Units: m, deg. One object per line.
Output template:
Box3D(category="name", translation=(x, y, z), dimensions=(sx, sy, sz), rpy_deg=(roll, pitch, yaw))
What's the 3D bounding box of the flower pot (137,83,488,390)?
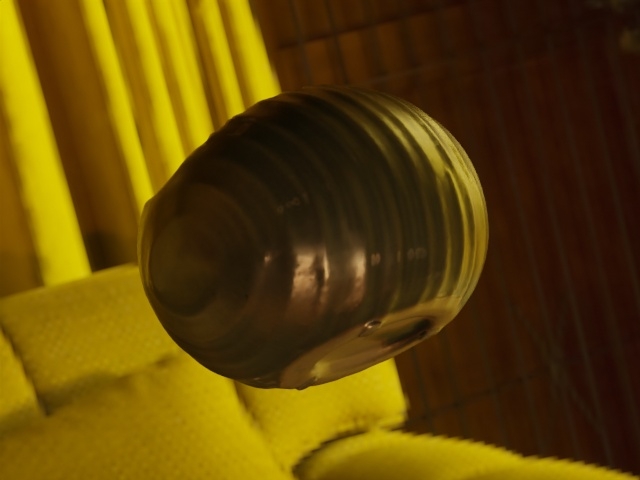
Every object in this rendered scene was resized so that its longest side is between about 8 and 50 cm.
Box3D(category="flower pot", translation=(0.000, 0.000, 0.996), dimensions=(0.243, 0.157, 0.189), rpy_deg=(-10, -23, -46))
